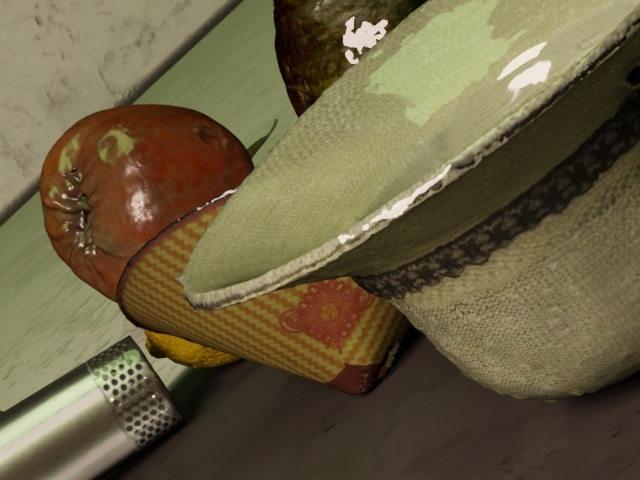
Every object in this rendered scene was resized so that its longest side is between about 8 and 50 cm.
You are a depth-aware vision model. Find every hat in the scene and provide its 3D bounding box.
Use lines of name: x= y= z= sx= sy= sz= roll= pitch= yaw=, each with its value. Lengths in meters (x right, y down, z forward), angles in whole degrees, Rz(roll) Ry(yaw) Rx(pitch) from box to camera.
hat: x=0.007 y=0.034 z=0.880 sx=0.193 sy=0.082 sz=0.193 roll=-17 pitch=-19 yaw=-6
hat: x=0.085 y=-0.018 z=0.687 sx=0.257 sy=0.130 sz=0.257 roll=-38 pitch=14 yaw=11

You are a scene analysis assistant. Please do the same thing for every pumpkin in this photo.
pumpkin: x=0.048 y=-0.069 z=0.934 sx=0.119 sy=0.183 sz=0.107 roll=-15 pitch=50 yaw=15

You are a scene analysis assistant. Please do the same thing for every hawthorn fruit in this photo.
hawthorn fruit: x=-0.099 y=-0.025 z=1.309 sx=0.189 sy=0.149 sz=0.149 roll=-2 pitch=-1 yaw=-21

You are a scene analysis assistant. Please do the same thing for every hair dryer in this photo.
hair dryer: x=-0.235 y=0.186 z=1.102 sx=0.320 sy=0.155 sz=0.284 roll=-31 pitch=-11 yaw=-17

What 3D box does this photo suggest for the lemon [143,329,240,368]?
lemon: x=-0.060 y=0.029 z=1.064 sx=0.111 sy=0.082 sz=0.082 roll=-39 pitch=12 yaw=27
